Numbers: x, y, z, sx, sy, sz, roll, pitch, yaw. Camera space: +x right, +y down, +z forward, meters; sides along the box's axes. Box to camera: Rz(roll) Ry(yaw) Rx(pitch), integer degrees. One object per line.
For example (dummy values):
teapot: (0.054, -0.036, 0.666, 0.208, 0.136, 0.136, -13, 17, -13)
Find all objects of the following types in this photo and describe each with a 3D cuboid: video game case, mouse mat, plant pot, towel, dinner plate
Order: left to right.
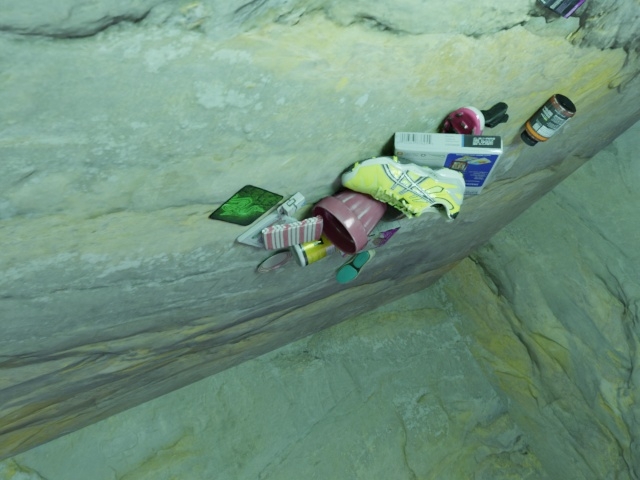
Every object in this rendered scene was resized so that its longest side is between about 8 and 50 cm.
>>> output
mouse mat: (-0.201, -0.093, 1.365, 0.152, 0.007, 0.189, -36, 159, 19)
video game case: (-0.164, -0.034, 1.547, 0.157, 0.019, 0.143, -35, 161, 14)
dinner plate: (-0.169, 0.076, 1.821, 0.141, 0.017, 0.141, -26, 160, -10)
towel: (-0.090, -0.022, 1.574, 0.196, 0.029, 0.144, -12, 157, -8)
plant pot: (0.105, -0.085, 1.571, 0.180, 0.201, 0.201, -40, 165, -18)

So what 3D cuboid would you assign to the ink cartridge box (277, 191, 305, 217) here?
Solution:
ink cartridge box: (-0.086, -0.100, 1.451, 0.083, 0.028, 0.048, -39, 162, -12)

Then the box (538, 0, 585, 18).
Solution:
box: (0.612, -0.610, 1.196, 0.162, 0.029, 0.116, -9, 152, -43)

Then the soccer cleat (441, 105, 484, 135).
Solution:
soccer cleat: (0.453, -0.338, 1.553, 0.143, 0.116, 0.331, -35, 168, -14)

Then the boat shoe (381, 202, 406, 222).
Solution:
boat shoe: (0.361, -0.169, 1.830, 0.324, 0.123, 0.116, -26, 166, 17)

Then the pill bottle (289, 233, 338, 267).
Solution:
pill bottle: (0.000, 0.000, 1.715, 0.208, 0.119, 0.119, -25, 161, -14)

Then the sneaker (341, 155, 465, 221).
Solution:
sneaker: (0.252, -0.151, 1.473, 0.384, 0.147, 0.145, 6, 162, -5)

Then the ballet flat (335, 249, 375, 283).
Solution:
ballet flat: (0.169, 0.115, 2.324, 0.086, 0.086, 0.248, -6, 149, -49)

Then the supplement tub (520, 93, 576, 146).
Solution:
supplement tub: (0.840, -0.442, 1.830, 0.106, 0.106, 0.198, -16, 157, -34)

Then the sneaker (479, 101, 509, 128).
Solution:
sneaker: (0.557, -0.398, 1.615, 0.170, 0.051, 0.089, -27, 157, -17)

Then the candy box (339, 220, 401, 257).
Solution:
candy box: (0.199, -0.019, 2.026, 0.233, 0.071, 0.159, -15, 157, -35)

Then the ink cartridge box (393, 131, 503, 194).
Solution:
ink cartridge box: (0.376, -0.233, 1.533, 0.303, 0.072, 0.307, 2, 164, 6)
